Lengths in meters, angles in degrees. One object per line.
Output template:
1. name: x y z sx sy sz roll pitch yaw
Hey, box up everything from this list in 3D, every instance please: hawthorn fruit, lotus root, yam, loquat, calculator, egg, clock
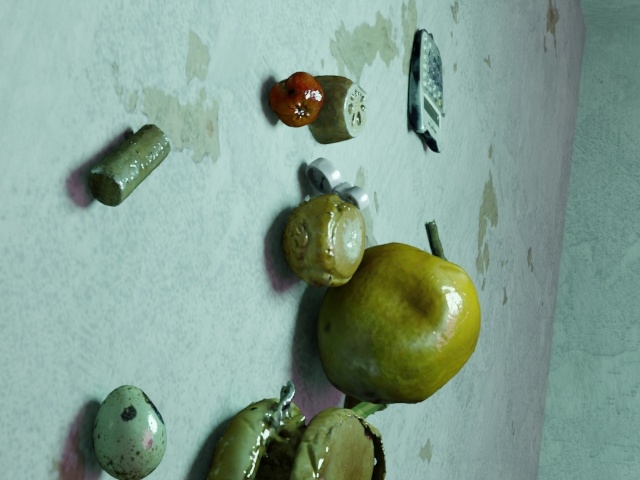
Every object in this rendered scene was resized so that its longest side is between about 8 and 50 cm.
1. hawthorn fruit: -0.038 -0.225 1.601 0.093 0.093 0.093 0 90 -66
2. lotus root: 0.028 -0.222 1.759 0.122 0.081 0.112 27 73 -63
3. yam: -0.227 -0.090 1.211 0.132 0.054 0.054 -57 140 -52
4. loquat: 0.131 0.147 1.736 0.284 0.276 0.276 -66 148 -20
5. yam: 0.265 0.001 2.334 0.033 0.027 0.129 -42 131 -32
6. calculator: 0.241 -0.340 2.267 0.177 0.040 0.268 39 54 -60
7. egg: -0.221 0.223 1.180 0.085 0.085 0.110 28 55 -63
8. clock: 0.028 -0.082 1.699 0.041 0.129 0.087 -37 148 -27

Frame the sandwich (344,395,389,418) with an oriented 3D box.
1. sandwich: 0.068 0.271 1.918 0.074 0.074 0.116 51 12 -53

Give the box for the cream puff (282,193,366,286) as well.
1. cream puff: 0.000 0.000 1.634 0.165 0.115 0.150 16 75 -64

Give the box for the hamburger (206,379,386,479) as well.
1. hamburger: -0.027 0.368 1.481 0.277 0.195 0.318 -70 151 -43
